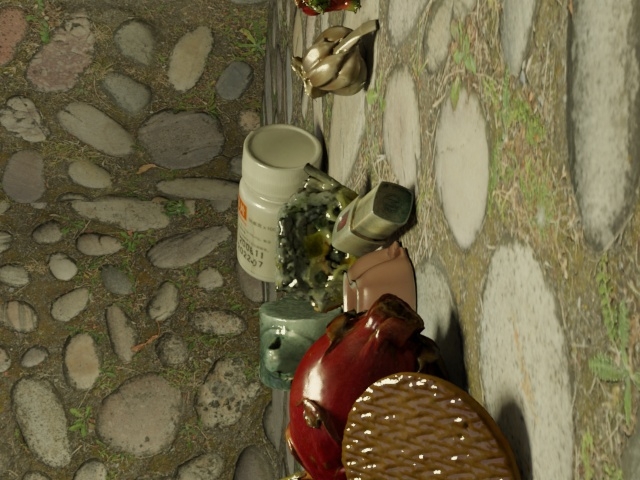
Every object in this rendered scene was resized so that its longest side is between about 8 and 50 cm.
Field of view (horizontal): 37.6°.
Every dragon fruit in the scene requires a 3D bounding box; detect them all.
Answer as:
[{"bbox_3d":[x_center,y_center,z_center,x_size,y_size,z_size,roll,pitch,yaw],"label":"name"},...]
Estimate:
[{"bbox_3d":[0.065,0.234,1.293,0.315,0.250,0.250,124,149,-42],"label":"dragon fruit"},{"bbox_3d":[0.009,-0.493,1.824,0.236,0.137,0.135,-108,16,-55],"label":"dragon fruit"}]

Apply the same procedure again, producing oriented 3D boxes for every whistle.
[{"bbox_3d":[-0.058,0.216,2.167,0.405,0.188,0.168,-128,37,-76],"label":"whistle"}]

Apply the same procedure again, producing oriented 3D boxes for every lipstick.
[{"bbox_3d":[0.086,-0.033,1.547,0.253,0.077,0.079,142,145,-74],"label":"lipstick"}]

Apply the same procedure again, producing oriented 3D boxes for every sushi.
[{"bbox_3d":[0.000,0.000,1.776,0.139,0.184,0.274,150,120,-79],"label":"sushi"}]

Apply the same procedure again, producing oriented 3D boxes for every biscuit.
[{"bbox_3d":[0.127,0.275,1.084,0.262,0.037,0.262,13,109,43],"label":"biscuit"}]

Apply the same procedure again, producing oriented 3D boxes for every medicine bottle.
[{"bbox_3d":[-0.104,-0.089,2.363,0.211,0.211,0.372,-101,13,-47],"label":"medicine bottle"}]

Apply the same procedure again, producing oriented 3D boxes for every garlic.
[{"bbox_3d":[0.046,-0.352,1.735,0.194,0.127,0.131,-44,62,42],"label":"garlic"}]

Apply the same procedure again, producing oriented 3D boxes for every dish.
[{"bbox_3d":[0.087,0.100,1.531,0.213,0.090,0.214,178,90,-82],"label":"dish"}]

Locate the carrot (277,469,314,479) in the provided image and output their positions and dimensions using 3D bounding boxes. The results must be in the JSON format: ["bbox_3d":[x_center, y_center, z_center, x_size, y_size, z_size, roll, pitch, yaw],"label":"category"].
[{"bbox_3d":[0.025,0.446,1.447,0.193,0.331,0.214,98,-175,-60],"label":"carrot"}]
